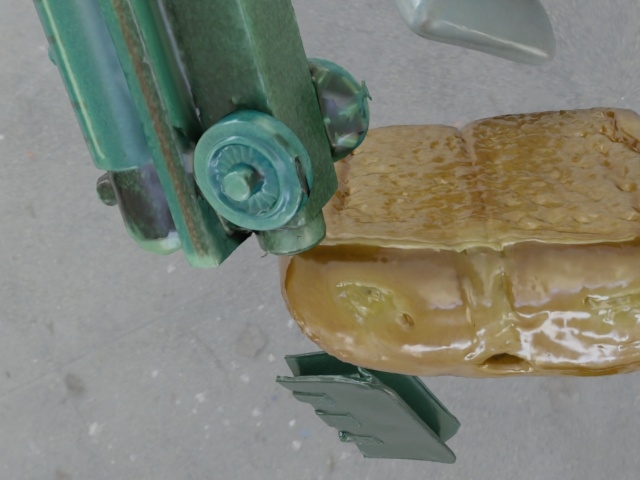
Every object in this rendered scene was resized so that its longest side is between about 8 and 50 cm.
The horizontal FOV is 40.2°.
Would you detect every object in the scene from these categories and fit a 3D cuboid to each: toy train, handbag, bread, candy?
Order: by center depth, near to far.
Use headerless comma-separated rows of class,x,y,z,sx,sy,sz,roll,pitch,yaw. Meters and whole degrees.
toy train,-0.091,-0.124,0.504,0.194,0.120,0.298,-2,117,27
bread,0.136,0.002,0.722,0.328,0.337,0.148,-6,111,5
candy,0.143,-0.236,0.849,0.071,0.174,0.138,-53,42,40
handbag,0.096,0.304,1.602,0.238,0.089,0.326,-8,140,36

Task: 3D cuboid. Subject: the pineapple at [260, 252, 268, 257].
pineapple,-0.003,-0.005,1.544,0.158,0.334,0.161,49,141,-14
